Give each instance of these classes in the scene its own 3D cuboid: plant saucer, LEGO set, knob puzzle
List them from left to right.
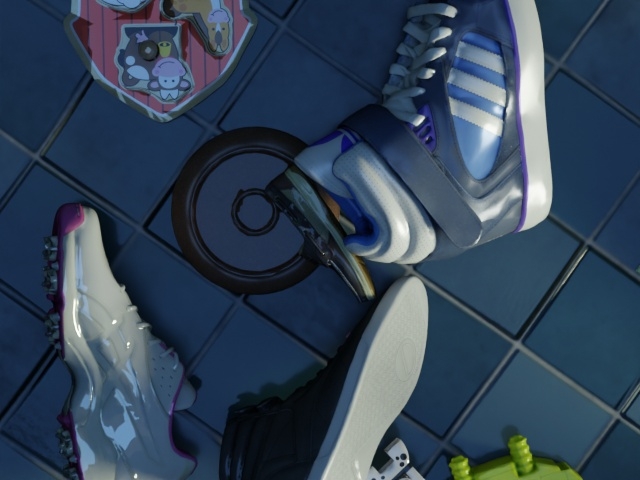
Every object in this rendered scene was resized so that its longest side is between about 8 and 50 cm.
[{"bbox_3d":[-0.157,-0.213,1.901,0.213,0.030,0.213,0,94,-1],"label":"knob puzzle"},{"bbox_3d":[-0.064,-0.029,1.915,0.168,0.029,0.168,0,92,-1],"label":"plant saucer"},{"bbox_3d":[0.021,0.303,1.911,0.227,0.087,0.093,-44,96,-5],"label":"LEGO set"}]

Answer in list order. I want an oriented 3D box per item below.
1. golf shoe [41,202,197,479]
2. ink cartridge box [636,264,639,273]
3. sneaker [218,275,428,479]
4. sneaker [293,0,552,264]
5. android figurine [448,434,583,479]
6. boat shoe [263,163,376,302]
[{"bbox_3d":[-0.197,0.110,1.890,0.140,0.115,0.306,-8,100,-11],"label":"golf shoe"},{"bbox_3d":[0.422,-0.016,1.908,0.109,0.062,0.209,39,92,-4],"label":"ink cartridge box"},{"bbox_3d":[-0.004,0.153,1.888,0.147,0.104,0.296,10,64,35],"label":"sneaker"},{"bbox_3d":[0.084,-0.137,1.838,0.236,0.130,0.323,-13,100,-19],"label":"sneaker"},{"bbox_3d":[0.208,0.331,1.930,0.248,0.056,0.273,-17,95,0],"label":"android figurine"},{"bbox_3d":[0.000,0.000,1.880,0.049,0.056,0.152,-33,86,4],"label":"boat shoe"}]
